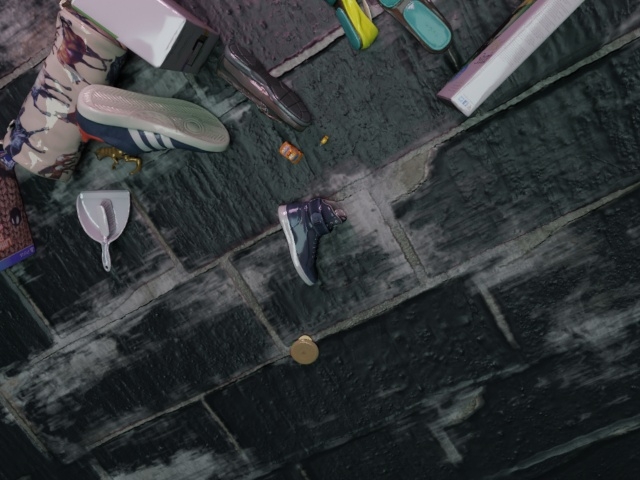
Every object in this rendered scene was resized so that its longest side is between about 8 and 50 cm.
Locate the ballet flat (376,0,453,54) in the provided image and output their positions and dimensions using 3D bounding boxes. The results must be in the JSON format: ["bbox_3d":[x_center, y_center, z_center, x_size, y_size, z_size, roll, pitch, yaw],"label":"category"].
[{"bbox_3d":[0.185,-0.527,1.133,0.095,0.096,0.280,-36,103,19],"label":"ballet flat"}]

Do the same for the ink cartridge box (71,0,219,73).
[{"bbox_3d":[-0.357,-0.468,1.104,0.201,0.278,0.117,35,104,-7],"label":"ink cartridge box"}]

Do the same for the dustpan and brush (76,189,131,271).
[{"bbox_3d":[-0.575,-0.025,1.377,0.147,0.060,0.211,-1,108,5],"label":"dustpan and brush"}]

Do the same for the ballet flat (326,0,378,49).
[{"bbox_3d":[0.056,-0.545,1.159,0.077,0.077,0.231,-37,105,-7],"label":"ballet flat"}]

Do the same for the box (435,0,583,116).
[{"bbox_3d":[0.390,-0.407,1.083,0.058,0.232,0.322,43,106,-10],"label":"box"}]

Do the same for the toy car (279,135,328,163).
[{"bbox_3d":[-0.044,-0.238,1.275,0.122,0.040,0.060,-33,102,14],"label":"toy car"}]

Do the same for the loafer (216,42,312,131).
[{"bbox_3d":[-0.136,-0.351,1.232,0.267,0.096,0.084,44,126,-2],"label":"loafer"}]

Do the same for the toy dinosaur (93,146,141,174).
[{"bbox_3d":[-0.482,-0.228,1.303,0.211,0.064,0.112,-18,104,10],"label":"toy dinosaur"}]

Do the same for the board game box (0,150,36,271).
[{"bbox_3d":[-0.889,-0.063,1.303,0.141,0.232,0.291,-3,108,6],"label":"board game box"}]

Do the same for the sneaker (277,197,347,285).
[{"bbox_3d":[0.000,0.000,1.324,0.163,0.086,0.226,-14,105,12],"label":"sneaker"}]

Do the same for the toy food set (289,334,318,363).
[{"bbox_3d":[-0.047,0.315,1.464,0.082,0.020,0.083,-37,102,15],"label":"toy food set"}]

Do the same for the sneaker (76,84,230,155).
[{"bbox_3d":[-0.401,-0.259,1.240,0.350,0.131,0.148,12,141,-24],"label":"sneaker"}]

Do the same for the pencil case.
[{"bbox_3d":[-0.614,-0.345,1.226,0.183,0.160,0.410,28,109,-21],"label":"pencil case"}]
